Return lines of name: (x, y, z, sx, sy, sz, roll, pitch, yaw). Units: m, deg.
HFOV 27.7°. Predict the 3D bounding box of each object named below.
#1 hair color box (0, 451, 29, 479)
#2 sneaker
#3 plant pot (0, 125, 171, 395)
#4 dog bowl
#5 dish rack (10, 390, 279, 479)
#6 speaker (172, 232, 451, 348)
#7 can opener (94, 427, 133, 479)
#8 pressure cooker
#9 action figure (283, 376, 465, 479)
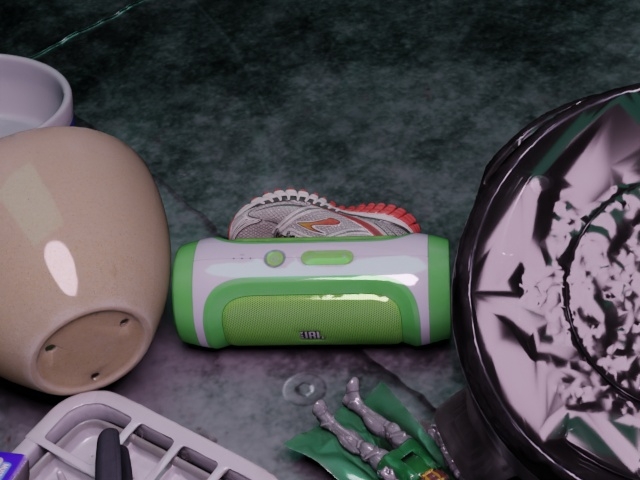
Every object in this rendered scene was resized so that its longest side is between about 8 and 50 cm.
hair color box: (-0.415, 0.263, 1.078, 0.338, 0.185, 0.110, 4, 21, 6)
sneaker: (0.000, 0.000, 1.514, 0.225, 0.088, 0.093, 4, 45, 12)
plant pot: (-0.272, 0.049, 1.361, 0.284, 0.284, 0.191, -21, 50, -16)
dog bowl: (-0.449, -0.139, 1.674, 0.264, 0.104, 0.265, 1, 34, 0)
dish rack: (-0.219, 0.311, 1.216, 0.285, 0.072, 0.333, 22, 50, 27)
speaker: (-0.006, 0.055, 1.419, 0.296, 0.131, 0.131, -1, 43, 6)
can opener: (-0.191, 0.246, 1.189, 0.073, 0.059, 0.186, -8, 44, -1)
pressure cooker: (0.299, 0.086, 1.161, 0.369, 0.420, 0.376, 14, 80, 13)
action figure: (0.091, 0.227, 1.281, 0.137, 0.063, 0.232, -32, 52, -29)
